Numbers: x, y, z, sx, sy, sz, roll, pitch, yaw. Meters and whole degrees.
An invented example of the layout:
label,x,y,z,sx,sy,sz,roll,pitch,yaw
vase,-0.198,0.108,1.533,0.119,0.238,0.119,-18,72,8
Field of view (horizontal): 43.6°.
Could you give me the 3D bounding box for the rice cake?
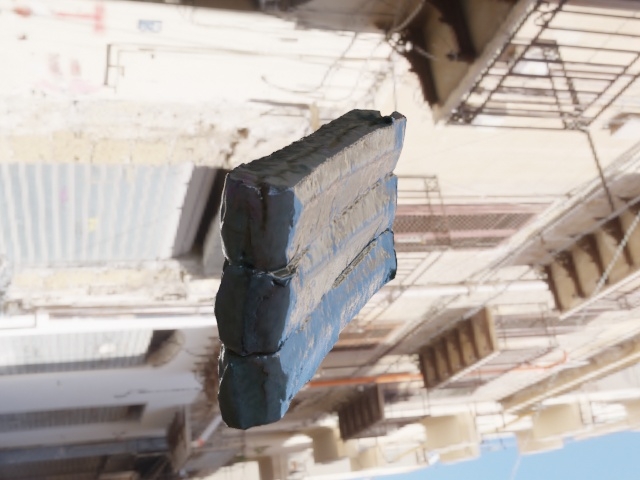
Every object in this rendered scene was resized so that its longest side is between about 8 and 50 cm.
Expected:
label,x,y,z,sx,sy,sz,roll,pitch,yaw
rice cake,0.000,0.000,0.413,0.211,0.038,0.124,-32,127,-68
